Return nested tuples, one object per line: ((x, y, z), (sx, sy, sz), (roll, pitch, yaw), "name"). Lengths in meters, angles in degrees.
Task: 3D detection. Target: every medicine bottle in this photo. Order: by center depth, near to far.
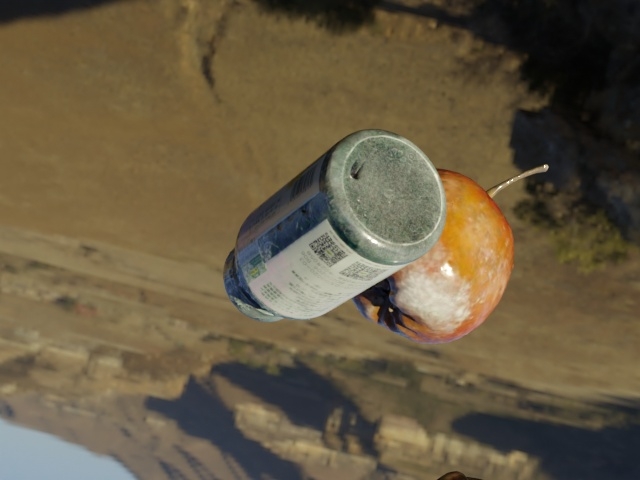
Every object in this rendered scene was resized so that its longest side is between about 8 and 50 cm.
((0.000, 0.000, 1.283), (0.141, 0.141, 0.293), (18, 152, -24), "medicine bottle")

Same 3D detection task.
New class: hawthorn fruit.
((0.142, 0.017, 1.613), (0.235, 0.231, 0.263), (13, -158, 23), "hawthorn fruit")

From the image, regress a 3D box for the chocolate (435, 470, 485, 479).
((0.099, 0.268, 0.747), (0.206, 0.224, 0.177), (15, 176, -21), "chocolate")
